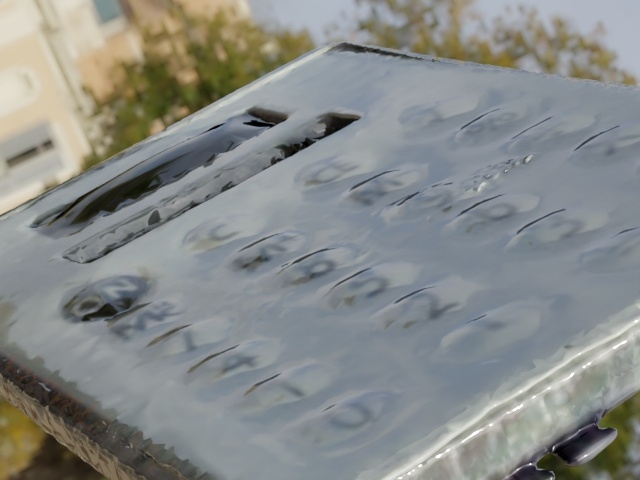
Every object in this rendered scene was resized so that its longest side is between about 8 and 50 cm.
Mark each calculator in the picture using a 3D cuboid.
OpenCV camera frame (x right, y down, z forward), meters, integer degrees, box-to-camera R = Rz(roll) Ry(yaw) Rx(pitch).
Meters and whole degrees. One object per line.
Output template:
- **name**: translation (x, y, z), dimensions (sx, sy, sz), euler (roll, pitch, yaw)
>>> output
- **calculator**: translation (0.000, 0.000, 0.433), dimensions (0.261, 0.161, 0.021), euler (18, -46, 61)
